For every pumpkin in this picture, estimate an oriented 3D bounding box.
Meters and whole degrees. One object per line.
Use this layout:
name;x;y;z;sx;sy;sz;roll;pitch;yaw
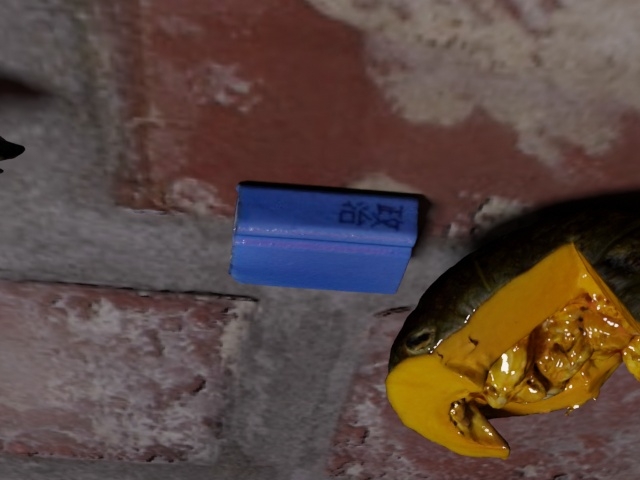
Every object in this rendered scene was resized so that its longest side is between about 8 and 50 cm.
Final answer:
pumpkin;0.126;0.039;0.753;0.183;0.107;0.119;-2;148;28

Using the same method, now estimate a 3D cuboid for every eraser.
eraser;0.000;0.000;0.772;0.085;0.027;0.063;5;156;-4

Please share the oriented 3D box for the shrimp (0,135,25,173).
shrimp;-0.248;-0.085;0.586;0.289;0.075;0.178;20;150;-6
